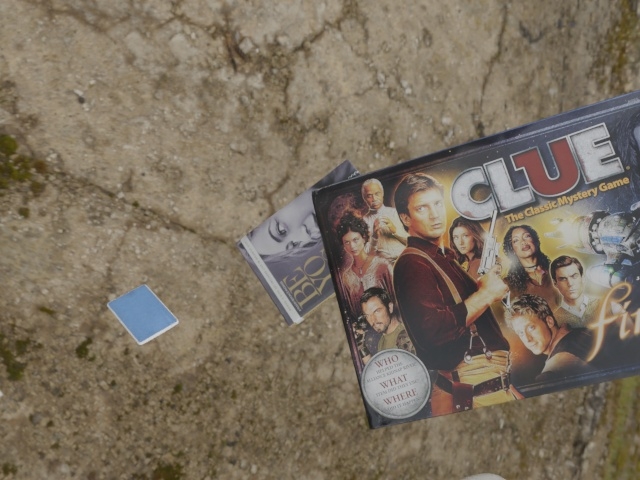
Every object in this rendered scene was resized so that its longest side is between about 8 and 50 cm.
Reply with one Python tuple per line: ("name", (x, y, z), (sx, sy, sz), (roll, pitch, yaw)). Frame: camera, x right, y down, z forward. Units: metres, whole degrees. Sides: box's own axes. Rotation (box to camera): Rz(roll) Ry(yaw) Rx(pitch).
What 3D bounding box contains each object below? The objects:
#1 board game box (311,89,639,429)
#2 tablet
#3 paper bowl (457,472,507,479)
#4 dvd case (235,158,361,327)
("board game box", (0.130, 0.013, 0.347), (0.042, 0.243, 0.165), (19, 56, -76))
("tablet", (-0.217, 0.089, 0.652), (0.054, 0.083, 0.006), (-30, 142, -32))
("paper bowl", (0.157, 0.371, 0.584), (0.284, 0.148, 0.284), (-19, 139, -18))
("dvd case", (0.000, 0.000, 0.802), (0.221, 0.165, 0.018), (-37, 156, 1))
